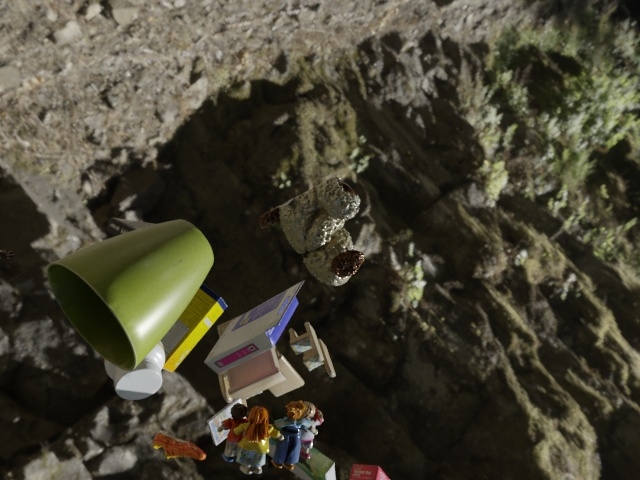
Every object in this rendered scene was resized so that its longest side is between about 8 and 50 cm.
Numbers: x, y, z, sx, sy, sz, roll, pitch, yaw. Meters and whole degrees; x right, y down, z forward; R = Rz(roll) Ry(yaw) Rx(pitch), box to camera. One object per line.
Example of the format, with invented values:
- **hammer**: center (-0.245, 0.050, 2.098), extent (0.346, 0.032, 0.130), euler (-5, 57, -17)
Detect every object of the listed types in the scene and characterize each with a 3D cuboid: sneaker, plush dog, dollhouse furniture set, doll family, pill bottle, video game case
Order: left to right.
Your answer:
- **pill bottle**: center (-0.612, 0.344, 2.016), extent (0.187, 0.334, 0.188), euler (-12, 131, -14)
- **sneaker**: center (-0.416, 0.619, 1.823), extent (0.064, 0.175, 0.067), euler (65, 42, -55)
- **video game case**: center (-0.272, 0.528, 1.805), extent (0.011, 0.087, 0.122), euler (10, -149, 42)
- **dollhouse furniture set**: center (-0.167, 0.448, 2.065), extent (0.362, 0.256, 0.394), euler (-24, 138, 4)
- **doll family**: center (-0.098, 0.440, 1.406), extent (0.262, 0.163, 0.118), euler (5, -167, -23)
- **plush dog**: center (0.000, 0.000, 1.404), extent (0.210, 0.225, 0.262), euler (-28, -176, -9)

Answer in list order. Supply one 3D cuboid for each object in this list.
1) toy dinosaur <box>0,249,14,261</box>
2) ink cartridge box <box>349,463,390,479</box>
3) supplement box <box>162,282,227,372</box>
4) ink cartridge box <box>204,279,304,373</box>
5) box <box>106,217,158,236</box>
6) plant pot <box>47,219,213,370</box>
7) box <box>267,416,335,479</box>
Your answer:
- **toy dinosaur**: center (-0.749, 0.001, 1.198), extent (0.200, 0.295, 0.127), euler (81, 26, -55)
- **ink cartridge box**: center (0.091, 0.531, 1.198), extent (0.063, 0.109, 0.150), euler (-7, -138, 30)
- **supplement box**: center (-0.578, 0.332, 2.524), extent (0.356, 0.194, 0.195), euler (-50, 169, -14)
- **ink cartridge box**: center (-0.176, 0.249, 1.744), extent (0.371, 0.069, 0.176), euler (-34, -163, 42)
- **box**: center (-0.428, -0.002, 1.627), extent (0.045, 0.184, 0.190), euler (-66, 157, 6)
- **plant pot**: center (-0.385, 0.086, 1.361), extent (0.293, 0.275, 0.275), euler (-40, 176, -36)
- **box**: center (-0.090, 0.749, 2.155), extent (0.058, 0.322, 0.232), euler (-48, 151, -31)
